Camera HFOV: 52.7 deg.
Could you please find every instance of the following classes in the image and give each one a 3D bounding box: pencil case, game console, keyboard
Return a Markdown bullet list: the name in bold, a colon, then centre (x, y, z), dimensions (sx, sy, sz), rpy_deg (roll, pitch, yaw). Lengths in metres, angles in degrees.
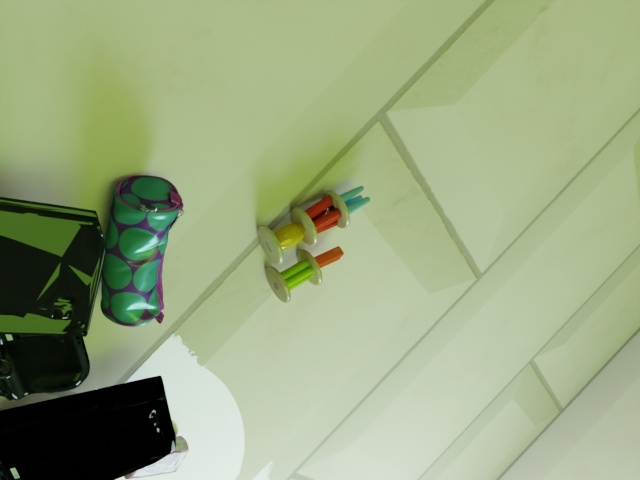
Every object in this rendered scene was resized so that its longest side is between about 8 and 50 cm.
- **pencil case**: centre (-0.183, 0.013, 0.658), dimensions (0.070, 0.064, 0.151), rpy_deg (15, 119, -5)
- **game console**: centre (-0.274, 0.137, 0.663), dimensions (0.213, 0.044, 0.361), rpy_deg (-10, 127, -14)
- **keyboard**: centre (-0.344, 0.046, 0.513), dimensions (0.317, 0.033, 0.201), rpy_deg (8, 110, -29)

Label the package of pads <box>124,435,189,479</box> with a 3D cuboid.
- **package of pads**: centre (-0.227, 0.295, 0.882), dimensions (0.083, 0.032, 0.050), rpy_deg (12, 115, -47)

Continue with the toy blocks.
- **toy blocks**: centre (0.000, 0.000, 0.824), dimensions (0.148, 0.054, 0.123), rpy_deg (-29, 137, -22)
